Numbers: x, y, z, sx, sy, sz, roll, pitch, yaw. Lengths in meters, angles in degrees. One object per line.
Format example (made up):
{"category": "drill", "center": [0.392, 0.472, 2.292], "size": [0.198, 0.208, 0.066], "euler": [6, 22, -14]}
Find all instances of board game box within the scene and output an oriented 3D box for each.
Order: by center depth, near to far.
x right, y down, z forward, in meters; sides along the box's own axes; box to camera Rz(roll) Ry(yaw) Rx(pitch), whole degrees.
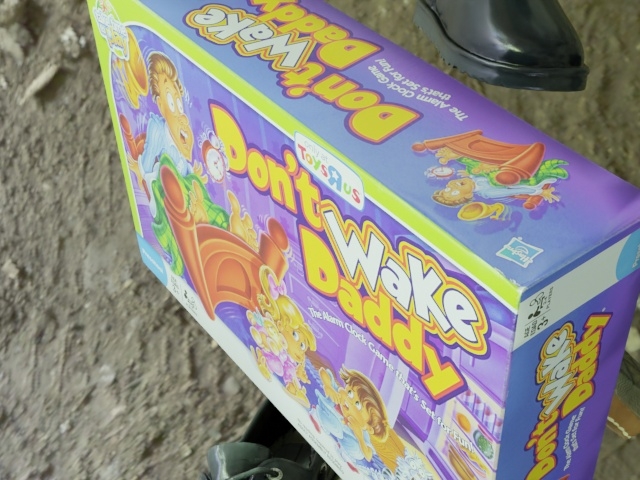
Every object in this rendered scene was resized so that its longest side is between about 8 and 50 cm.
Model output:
{"category": "board game box", "center": [0.000, 0.000, 0.518], "size": [0.078, 0.233, 0.347], "euler": [-27, 46, -25]}

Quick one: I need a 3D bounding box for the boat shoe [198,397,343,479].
{"category": "boat shoe", "center": [-0.055, 0.212, 0.794], "size": [0.340, 0.127, 0.113], "euler": [-36, 109, -64]}

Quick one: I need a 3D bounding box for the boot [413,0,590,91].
{"category": "boot", "center": [0.143, -0.243, 0.735], "size": [0.094, 0.207, 0.246], "euler": [-1, 28, -14]}

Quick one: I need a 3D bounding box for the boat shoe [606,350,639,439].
{"category": "boat shoe", "center": [0.220, 0.116, 0.936], "size": [0.122, 0.324, 0.120], "euler": [43, 96, -14]}
